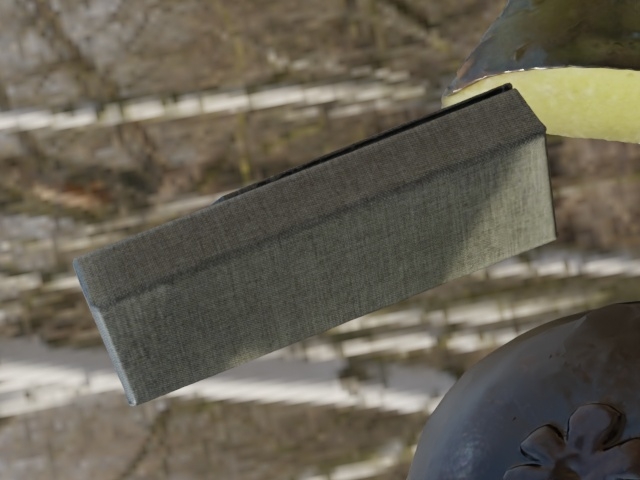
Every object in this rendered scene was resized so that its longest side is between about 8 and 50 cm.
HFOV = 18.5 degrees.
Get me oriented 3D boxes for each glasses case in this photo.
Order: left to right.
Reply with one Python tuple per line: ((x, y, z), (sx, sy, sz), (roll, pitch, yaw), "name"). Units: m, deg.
((0.000, 0.000, 0.849), (0.071, 0.205, 0.047), (76, 171, -47), "glasses case")

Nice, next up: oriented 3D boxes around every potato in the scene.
((0.243, -0.212, 1.594), (0.112, 0.269, 0.255), (106, 171, -60), "potato")

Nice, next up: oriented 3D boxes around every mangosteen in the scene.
((0.185, 0.183, 1.132), (0.233, 0.287, 0.288), (-94, -7, -57), "mangosteen")
